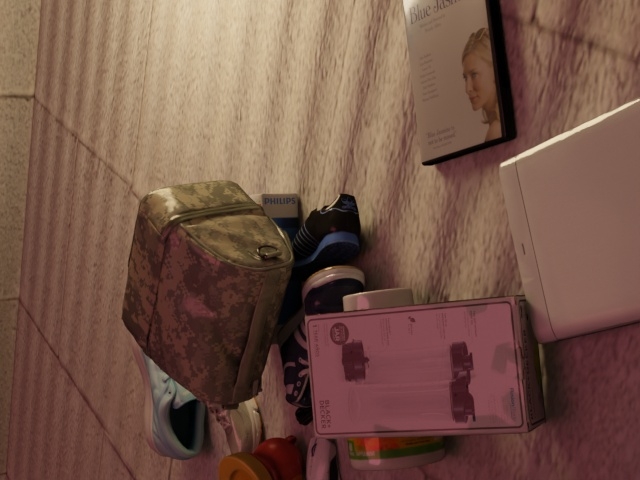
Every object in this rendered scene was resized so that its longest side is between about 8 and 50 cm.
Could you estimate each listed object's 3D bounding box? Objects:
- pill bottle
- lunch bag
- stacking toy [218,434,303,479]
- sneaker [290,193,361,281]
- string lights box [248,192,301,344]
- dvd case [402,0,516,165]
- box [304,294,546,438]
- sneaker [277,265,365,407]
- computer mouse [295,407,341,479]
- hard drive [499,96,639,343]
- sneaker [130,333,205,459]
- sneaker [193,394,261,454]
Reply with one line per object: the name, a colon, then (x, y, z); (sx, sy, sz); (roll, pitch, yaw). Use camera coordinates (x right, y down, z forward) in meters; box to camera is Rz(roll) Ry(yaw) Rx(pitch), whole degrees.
pill bottle: (0.095, 0.195, 1.456); (0.136, 0.136, 0.245); (-17, 78, 57)
lunch bag: (-0.169, 0.090, 1.659); (0.256, 0.213, 0.305); (44, 129, 40)
stacking toy: (-0.067, 0.512, 1.814); (0.279, 0.130, 0.309); (44, 136, 19)
sneaker: (0.000, 0.000, 1.660); (0.232, 0.081, 0.090); (-33, 49, 56)
string lights box: (-0.099, 0.048, 1.810); (0.133, 0.077, 0.259); (-1, 92, 57)
dvd case: (0.183, -0.242, 1.389); (0.180, 0.022, 0.253); (-15, 80, 58)
box: (0.132, 0.165, 1.313); (0.290, 0.087, 0.169); (-9, 84, 26)
sneaker: (0.008, 0.164, 1.610); (0.282, 0.099, 0.153); (121, 148, -52)
computer mouse: (-0.002, 0.364, 1.715); (0.106, 0.042, 0.193); (-21, 75, 56)
hard drive: (0.346, -0.029, 1.124); (0.353, 0.047, 0.233); (-26, 71, 55)
sneaker: (-0.291, 0.275, 2.105); (0.150, 0.135, 0.365); (3, 104, 50)
sneaker: (-0.196, 0.298, 1.945); (0.099, 0.121, 0.262); (-41, 58, 52)
